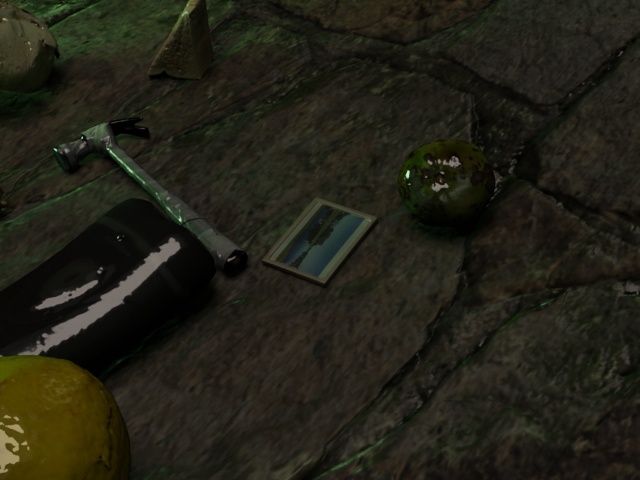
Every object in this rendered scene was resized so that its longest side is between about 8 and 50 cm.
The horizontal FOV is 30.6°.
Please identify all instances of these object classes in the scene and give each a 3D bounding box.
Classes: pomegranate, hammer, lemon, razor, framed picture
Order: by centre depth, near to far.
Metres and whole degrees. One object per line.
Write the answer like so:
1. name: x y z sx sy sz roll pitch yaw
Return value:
1. lemon: -0.338 0.260 1.317 0.260 0.260 0.284 11 49 21
2. razor: -0.322 0.081 1.591 0.349 0.113 0.204 -35 48 -21
3. pomegranate: 0.178 -0.095 1.676 0.138 0.125 0.163 -15 42 13
4. framed picture: 0.000 0.000 1.691 0.109 0.011 0.149 19 50 27
5. hammer: -0.251 -0.066 1.786 0.152 0.044 0.427 -30 48 -21

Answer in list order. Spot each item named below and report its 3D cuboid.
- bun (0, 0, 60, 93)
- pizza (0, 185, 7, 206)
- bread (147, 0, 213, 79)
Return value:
1. bun: -0.566 -0.345 2.008 0.239 0.141 0.239 18 21 -7
2. pizza: -0.576 -0.089 1.838 0.193 0.053 0.201 40 86 16
3. bread: -0.248 -0.355 2.005 0.105 0.152 0.077 9 46 12
